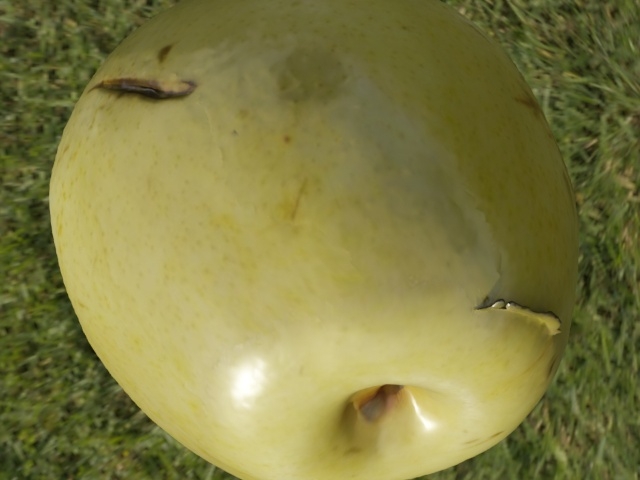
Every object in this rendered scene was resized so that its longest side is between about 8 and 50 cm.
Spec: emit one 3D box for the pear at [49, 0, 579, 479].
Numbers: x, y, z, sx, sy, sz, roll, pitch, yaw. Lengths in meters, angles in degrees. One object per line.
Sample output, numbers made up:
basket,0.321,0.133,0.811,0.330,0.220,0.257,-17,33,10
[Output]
pear,0.000,0.000,0.734,0.309,0.309,0.309,2,96,14
